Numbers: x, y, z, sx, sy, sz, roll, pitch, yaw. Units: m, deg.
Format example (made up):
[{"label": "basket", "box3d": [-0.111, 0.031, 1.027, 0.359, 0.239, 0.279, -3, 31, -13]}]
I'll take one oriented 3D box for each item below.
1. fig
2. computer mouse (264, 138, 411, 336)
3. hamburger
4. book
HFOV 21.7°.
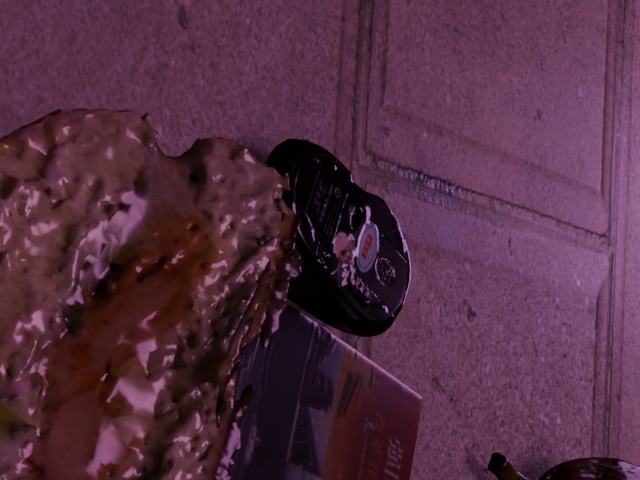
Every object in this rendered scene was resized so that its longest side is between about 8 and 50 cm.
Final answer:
[{"label": "fig", "box3d": [0.319, 0.313, 2.051, 0.290, 0.191, 0.190, 51, 46, -19]}, {"label": "computer mouse", "box3d": [0.000, 0.000, 1.640, 0.233, 0.096, 0.137, 49, 43, -37]}, {"label": "hamburger", "box3d": [-0.209, 0.137, 1.184, 0.268, 0.287, 0.445, 20, 68, -11]}, {"label": "book", "box3d": [-0.014, 0.218, 1.671, 0.374, 0.028, 0.262, 37, 57, -49]}]
